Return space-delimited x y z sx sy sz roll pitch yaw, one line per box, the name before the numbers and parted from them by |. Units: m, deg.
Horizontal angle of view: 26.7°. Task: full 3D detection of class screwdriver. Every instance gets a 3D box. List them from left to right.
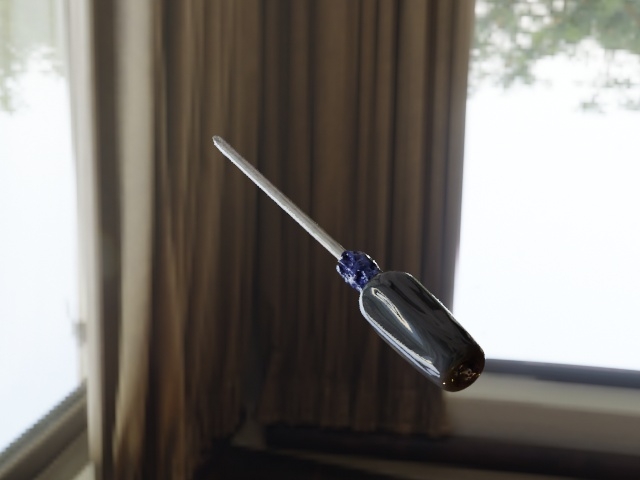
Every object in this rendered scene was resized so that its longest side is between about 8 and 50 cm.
screwdriver | 0.000 0.000 0.489 0.025 0.024 0.170 9 -156 -47
